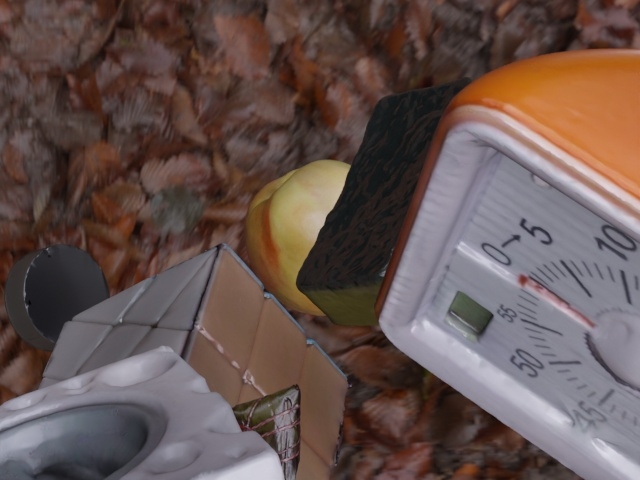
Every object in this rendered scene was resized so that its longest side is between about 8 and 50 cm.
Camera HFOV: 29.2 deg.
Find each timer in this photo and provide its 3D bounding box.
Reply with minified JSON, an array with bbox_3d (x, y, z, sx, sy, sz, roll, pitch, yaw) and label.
[{"bbox_3d":[0.159,0.029,0.585,0.250,0.257,0.161,21,65,4],"label":"timer"}]

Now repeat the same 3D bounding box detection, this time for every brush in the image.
[{"bbox_3d":[0.063,-0.031,0.937,0.059,0.123,0.197,37,65,-27],"label":"brush"}]

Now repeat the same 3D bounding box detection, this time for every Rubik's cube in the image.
[{"bbox_3d":[-0.133,0.181,1.228,0.224,0.231,0.221,50,31,-26],"label":"Rubik's cube"}]

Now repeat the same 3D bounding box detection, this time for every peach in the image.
[{"bbox_3d":[0.000,0.000,1.426,0.184,0.184,0.184,2,79,-11],"label":"peach"}]

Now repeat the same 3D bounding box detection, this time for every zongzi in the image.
[{"bbox_3d":[-0.034,0.172,1.009,0.067,0.073,0.083,-20,124,3],"label":"zongzi"}]

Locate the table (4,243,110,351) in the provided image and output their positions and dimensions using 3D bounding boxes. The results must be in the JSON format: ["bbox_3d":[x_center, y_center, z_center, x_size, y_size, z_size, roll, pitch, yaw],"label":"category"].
[{"bbox_3d":[-0.333,0.073,1.558,0.133,0.043,0.133,16,68,-44],"label":"table"}]

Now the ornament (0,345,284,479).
[{"bbox_3d":[-0.143,0.235,0.754,0.239,0.240,0.239,-20,106,-17],"label":"ornament"}]
